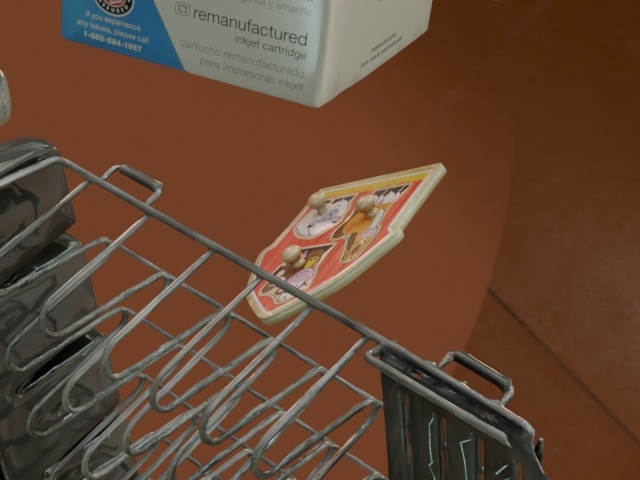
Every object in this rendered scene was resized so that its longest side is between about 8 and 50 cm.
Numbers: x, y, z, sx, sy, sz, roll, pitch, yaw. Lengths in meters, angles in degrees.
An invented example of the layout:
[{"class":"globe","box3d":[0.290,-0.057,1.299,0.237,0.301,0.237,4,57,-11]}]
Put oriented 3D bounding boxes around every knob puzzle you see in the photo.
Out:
[{"class":"knob puzzle","box3d":[0.000,0.000,1.277,0.213,0.213,0.030,-40,112,-8]}]

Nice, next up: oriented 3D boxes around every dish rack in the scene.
[{"class":"dish rack","box3d":[-0.033,0.087,0.507,0.074,0.271,0.208,-39,141,-31]}]

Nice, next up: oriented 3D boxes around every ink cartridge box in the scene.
[{"class":"ink cartridge box","box3d":[-0.028,-0.224,0.792,0.171,0.168,0.233,17,119,20]}]

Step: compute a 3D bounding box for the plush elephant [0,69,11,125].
[{"class":"plush elephant","box3d":[-0.481,-0.151,1.239,0.330,0.255,0.272,-31,95,-51]}]
